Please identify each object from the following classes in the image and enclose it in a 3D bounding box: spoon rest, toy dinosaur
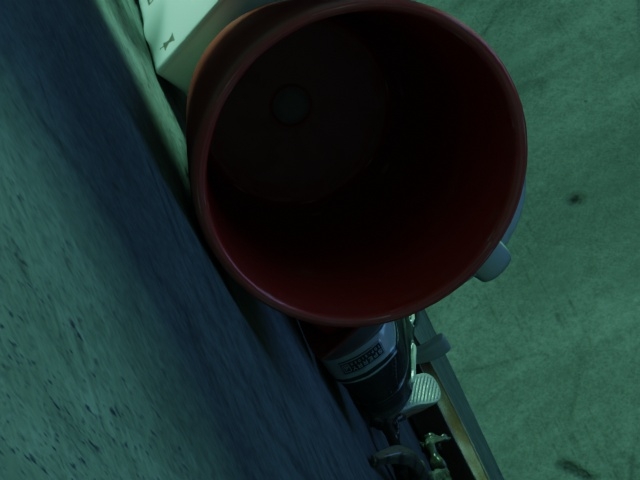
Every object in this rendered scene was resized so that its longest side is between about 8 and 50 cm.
[{"bbox_3d":[0.054,0.057,2.356,0.276,0.084,0.137,50,-2,25],"label":"spoon rest"},{"bbox_3d":[0.104,0.242,1.878,0.268,0.064,0.118,53,17,-47],"label":"toy dinosaur"}]

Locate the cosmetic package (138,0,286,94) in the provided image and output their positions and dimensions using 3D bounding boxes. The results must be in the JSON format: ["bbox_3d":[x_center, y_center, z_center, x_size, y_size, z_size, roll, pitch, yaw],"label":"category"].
[{"bbox_3d":[-0.051,-0.199,1.712,0.183,0.151,0.151,33,21,-31],"label":"cosmetic package"}]

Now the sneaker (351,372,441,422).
[{"bbox_3d":[0.064,0.171,1.936,0.134,0.070,0.051,5,62,-49],"label":"sneaker"}]

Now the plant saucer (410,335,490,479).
[{"bbox_3d":[0.171,0.269,2.509,0.311,0.050,0.310,61,4,-8],"label":"plant saucer"}]

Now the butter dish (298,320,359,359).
[{"bbox_3d":[0.000,0.000,1.708,0.118,0.160,0.160,28,26,-39],"label":"butter dish"}]

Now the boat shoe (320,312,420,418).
[{"bbox_3d":[0.051,0.075,1.865,0.105,0.113,0.306,58,7,-25],"label":"boat shoe"}]

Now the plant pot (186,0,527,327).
[{"bbox_3d":[0.004,-0.090,1.526,0.275,0.275,0.243,61,-6,-22],"label":"plant pot"}]

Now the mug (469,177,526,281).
[{"bbox_3d":[0.087,-0.092,2.086,0.374,0.276,0.328,49,1,36],"label":"mug"}]
